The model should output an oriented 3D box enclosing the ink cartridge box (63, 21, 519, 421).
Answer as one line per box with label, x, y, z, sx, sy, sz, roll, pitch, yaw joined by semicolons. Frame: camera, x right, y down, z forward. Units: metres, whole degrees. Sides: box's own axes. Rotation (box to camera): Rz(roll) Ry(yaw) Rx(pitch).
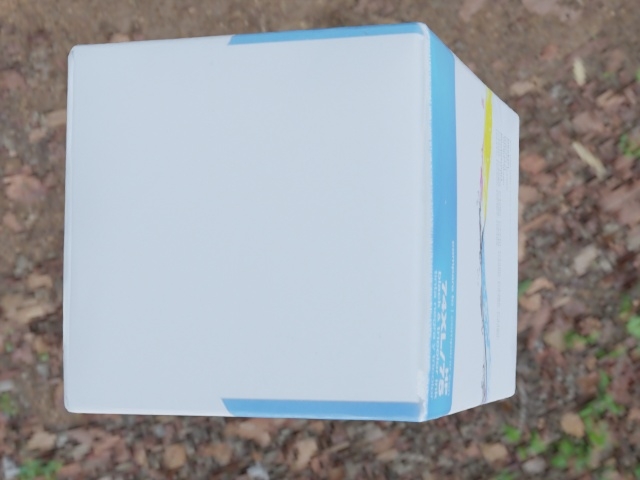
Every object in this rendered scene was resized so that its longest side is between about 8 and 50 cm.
ink cartridge box;0.000;0.000;0.779;0.198;0.197;0.270;-1;176;18
